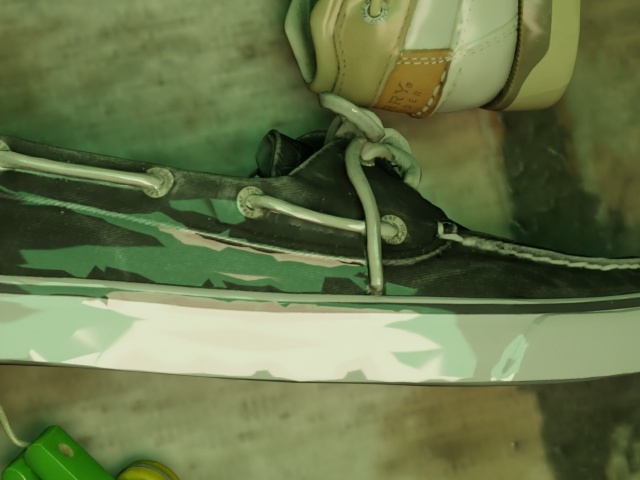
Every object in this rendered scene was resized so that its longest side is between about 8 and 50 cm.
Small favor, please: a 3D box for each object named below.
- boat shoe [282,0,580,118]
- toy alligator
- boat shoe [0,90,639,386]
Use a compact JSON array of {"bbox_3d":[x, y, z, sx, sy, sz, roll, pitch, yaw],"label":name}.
[{"bbox_3d":[0.032,-0.199,0.734,0.103,0.113,0.302,-4,86,-15],"label":"boat shoe"},{"bbox_3d":[-0.085,0.111,0.720,0.189,0.056,0.051,38,123,3],"label":"toy alligator"},{"bbox_3d":[-0.001,0.000,0.708,0.306,0.113,0.105,3,87,-8],"label":"boat shoe"}]
